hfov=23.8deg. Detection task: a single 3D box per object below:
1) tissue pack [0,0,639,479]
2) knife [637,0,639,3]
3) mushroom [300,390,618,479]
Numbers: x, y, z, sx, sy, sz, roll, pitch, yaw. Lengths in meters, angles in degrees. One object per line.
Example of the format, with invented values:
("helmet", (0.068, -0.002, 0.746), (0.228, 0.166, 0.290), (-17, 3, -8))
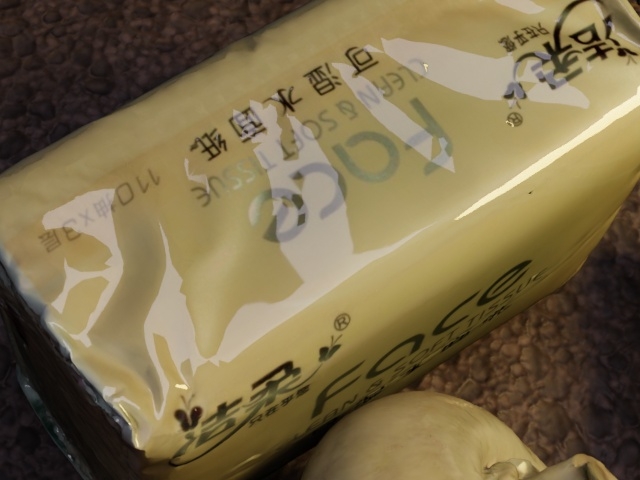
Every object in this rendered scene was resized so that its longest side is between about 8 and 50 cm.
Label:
("tissue pack", (0.000, 0.000, 0.991), (0.405, 0.332, 0.205), (-33, 73, -17))
("knife", (0.317, -0.236, 1.293), (0.121, 0.018, 0.031), (-35, 78, -17))
("mushroom", (0.103, 0.201, 0.942), (0.202, 0.246, 0.246), (-27, 65, 19))
